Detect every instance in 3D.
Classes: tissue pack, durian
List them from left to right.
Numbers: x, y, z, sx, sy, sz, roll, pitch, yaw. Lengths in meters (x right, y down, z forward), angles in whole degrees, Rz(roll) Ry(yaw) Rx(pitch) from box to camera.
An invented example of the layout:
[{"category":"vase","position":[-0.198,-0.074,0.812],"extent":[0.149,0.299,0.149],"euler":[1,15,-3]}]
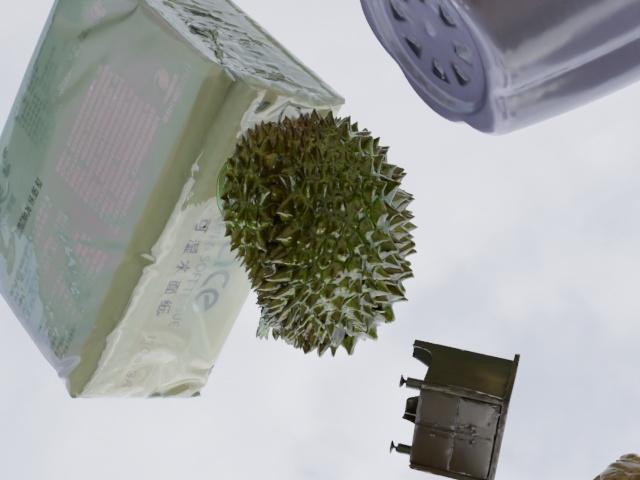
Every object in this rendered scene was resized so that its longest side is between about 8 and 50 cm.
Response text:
[{"category":"tissue pack","position":[-0.200,-0.075,1.465],"extent":[0.205,0.405,0.332],"euler":[4,-149,-43]},{"category":"durian","position":[0.001,-0.002,1.221],"extent":[0.176,0.237,0.200],"euler":[16,-132,16]}]

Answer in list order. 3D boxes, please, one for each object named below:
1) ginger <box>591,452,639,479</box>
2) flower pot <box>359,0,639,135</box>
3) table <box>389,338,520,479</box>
[{"category":"ginger","position":[0.286,0.230,0.996],"extent":[0.214,0.059,0.133],"euler":[10,-107,-30]},{"category":"flower pot","position":[0.164,-0.219,0.990],"extent":[0.243,0.265,0.265],"euler":[-33,-129,-14]},{"category":"table","position":[0.100,0.129,0.995],"extent":[0.082,0.083,0.070],"euler":[12,-152,10]}]
